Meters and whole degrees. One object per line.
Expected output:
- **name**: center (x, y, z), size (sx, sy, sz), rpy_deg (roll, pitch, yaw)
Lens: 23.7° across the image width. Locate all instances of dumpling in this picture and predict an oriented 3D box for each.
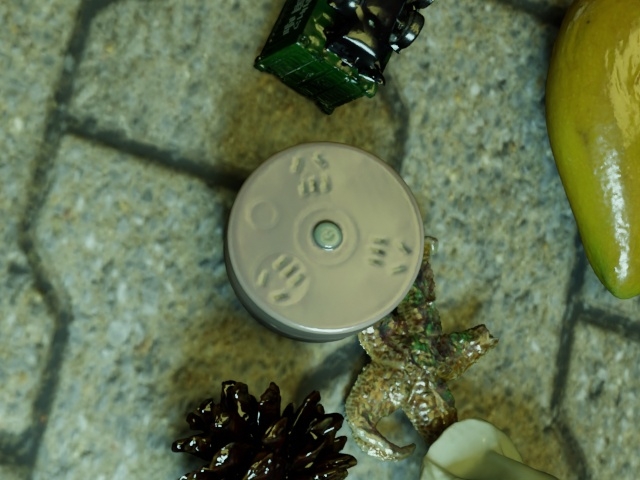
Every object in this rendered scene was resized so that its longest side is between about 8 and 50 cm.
- **dumpling**: center (0.155, 0.228, 1.237), size (0.229, 0.124, 0.151), rpy_deg (36, 37, -32)

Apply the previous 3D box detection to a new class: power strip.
- **power strip**: center (0.000, 0.000, 1.174), size (0.154, 0.078, 0.154), rpy_deg (1, 82, -6)

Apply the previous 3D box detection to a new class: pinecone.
- **pinecone**: center (-0.044, 0.162, 1.124), size (0.121, 0.140, 0.140), rpy_deg (40, 63, 13)

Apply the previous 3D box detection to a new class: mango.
- **mango**: center (0.278, -0.106, 1.347), size (0.176, 0.119, 0.316), rpy_deg (1, 87, -37)

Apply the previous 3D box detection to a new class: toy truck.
- **toy truck**: center (0.054, -0.239, 1.240), size (0.088, 0.121, 0.259), rpy_deg (32, 69, -20)

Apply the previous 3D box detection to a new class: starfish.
- **starfish**: center (0.077, 0.103, 1.255), size (0.150, 0.053, 0.209), rpy_deg (-21, 97, -17)
